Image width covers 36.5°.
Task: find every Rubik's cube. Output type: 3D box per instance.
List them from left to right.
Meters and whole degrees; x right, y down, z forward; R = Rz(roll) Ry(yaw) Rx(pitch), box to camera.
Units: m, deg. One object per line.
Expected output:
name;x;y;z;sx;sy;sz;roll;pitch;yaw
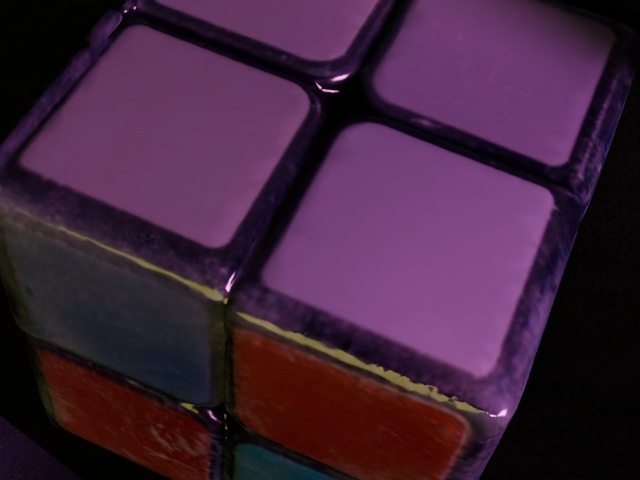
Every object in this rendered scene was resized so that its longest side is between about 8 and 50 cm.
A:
Rubik's cube;0.000;0.000;0.677;0.313;0.316;0.318;22;148;9
